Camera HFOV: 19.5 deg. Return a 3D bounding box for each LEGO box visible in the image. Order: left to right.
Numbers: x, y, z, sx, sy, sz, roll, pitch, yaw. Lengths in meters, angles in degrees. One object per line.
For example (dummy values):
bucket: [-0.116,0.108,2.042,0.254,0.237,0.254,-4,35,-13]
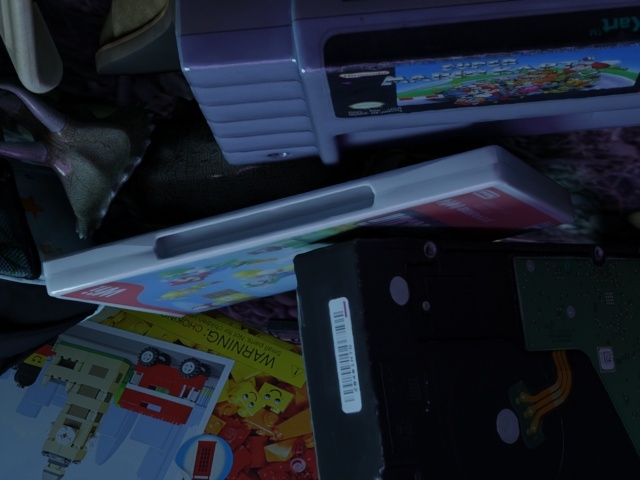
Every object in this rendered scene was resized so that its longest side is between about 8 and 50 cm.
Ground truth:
LEGO box: [-0.221,0.208,1.336,0.500,0.372,0.193,21,156,23]

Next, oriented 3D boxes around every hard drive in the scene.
hard drive: [0.129,0.119,1.186,0.064,0.237,0.339,-15,169,43]

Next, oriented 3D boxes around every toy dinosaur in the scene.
toy dinosaur: [-0.040,-0.048,1.151,0.313,0.121,0.160,-1,-170,12]

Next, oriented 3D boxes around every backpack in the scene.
backpack: [-0.269,0.007,1.190,0.225,0.191,0.253,-22,160,31]

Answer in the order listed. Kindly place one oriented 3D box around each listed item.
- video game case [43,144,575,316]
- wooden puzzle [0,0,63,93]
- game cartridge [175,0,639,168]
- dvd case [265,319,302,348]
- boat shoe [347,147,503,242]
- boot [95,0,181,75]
video game case: [0.000,0.000,1.152,0.285,0.025,0.204,-14,170,17]
wooden puzzle: [-0.173,-0.217,0.890,0.044,0.221,0.238,-21,155,-11]
game cartridge: [0.113,-0.094,0.966,0.355,0.068,0.230,-5,175,3]
dvd case: [0.013,0.101,1.561,0.087,0.013,0.119,1,148,21]
boat shoe: [0.050,-0.037,1.255,0.170,0.063,0.059,2,149,-1]
boot: [-0.068,-0.162,1.054,0.112,0.115,0.305,-11,175,-18]
